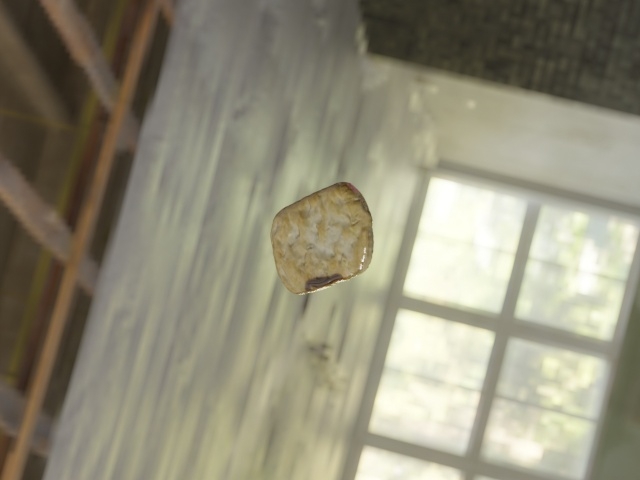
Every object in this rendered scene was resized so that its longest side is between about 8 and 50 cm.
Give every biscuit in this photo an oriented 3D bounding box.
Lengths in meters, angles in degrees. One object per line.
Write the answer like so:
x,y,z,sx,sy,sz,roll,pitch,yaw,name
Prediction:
0.000,0.000,1.385,0.147,0.018,0.071,-23,78,59,biscuit
